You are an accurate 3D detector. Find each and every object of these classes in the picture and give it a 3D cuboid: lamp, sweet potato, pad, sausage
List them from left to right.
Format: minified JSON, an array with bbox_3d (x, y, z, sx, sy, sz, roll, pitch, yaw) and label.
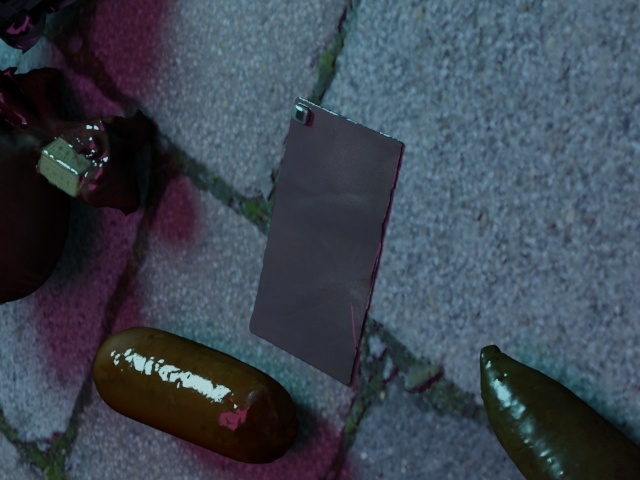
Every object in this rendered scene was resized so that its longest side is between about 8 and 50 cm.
[{"bbox_3d":[-0.262,-0.033,1.611,0.215,0.151,0.223,34,114,33],"label":"lamp"},{"bbox_3d":[-0.095,0.117,1.511,0.197,0.076,0.076,17,106,43],"label":"sausage"},{"bbox_3d":[0.000,0.000,1.455,0.113,0.006,0.188,26,112,40],"label":"pad"},{"bbox_3d":[0.192,0.211,1.241,0.108,0.079,0.346,128,124,-68],"label":"sweet potato"}]

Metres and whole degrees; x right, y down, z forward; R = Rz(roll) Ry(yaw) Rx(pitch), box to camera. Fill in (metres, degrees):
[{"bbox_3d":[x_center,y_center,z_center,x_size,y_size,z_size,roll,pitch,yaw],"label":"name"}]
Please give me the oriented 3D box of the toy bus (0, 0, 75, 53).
[{"bbox_3d":[-0.338,-0.191,1.598,0.342,0.097,0.138,-25,74,9],"label":"toy bus"}]
